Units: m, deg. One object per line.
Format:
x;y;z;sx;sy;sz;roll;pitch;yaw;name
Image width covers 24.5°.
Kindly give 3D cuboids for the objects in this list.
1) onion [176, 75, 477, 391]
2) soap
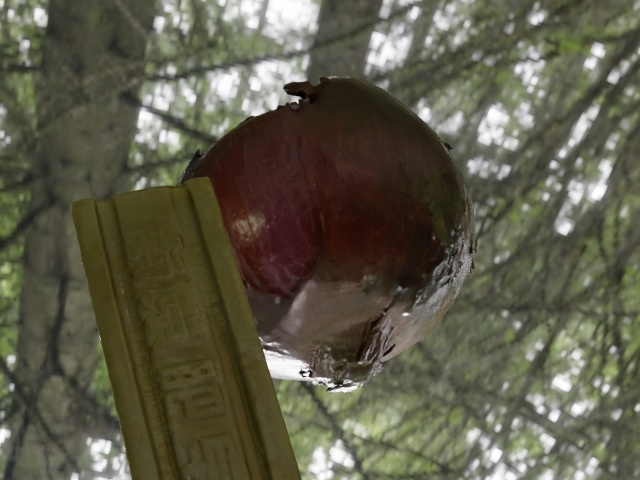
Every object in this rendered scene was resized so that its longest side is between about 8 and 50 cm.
0.000;0.000;1.237;0.276;0.276;0.276;10;-136;-9;onion
-0.080;0.073;0.867;0.092;0.037;0.252;-13;-126;-9;soap
